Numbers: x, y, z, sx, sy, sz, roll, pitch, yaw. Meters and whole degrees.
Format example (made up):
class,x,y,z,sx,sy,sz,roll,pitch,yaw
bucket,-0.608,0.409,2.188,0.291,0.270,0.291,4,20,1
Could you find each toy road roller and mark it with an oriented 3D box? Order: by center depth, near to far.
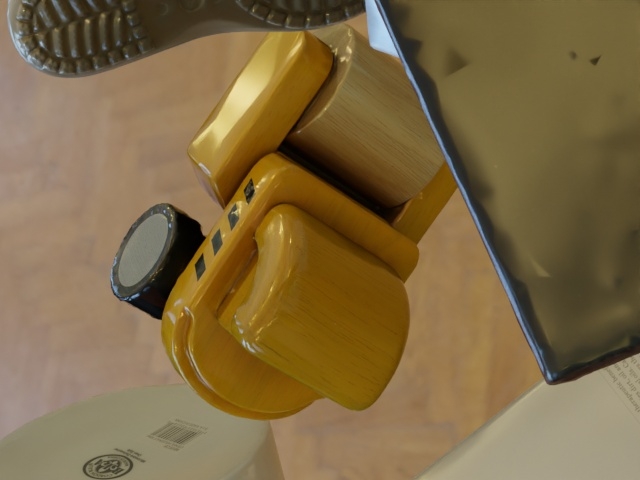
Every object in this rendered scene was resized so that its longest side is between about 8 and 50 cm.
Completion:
class,x,y,z,sx,sy,sz,roll,pitch,yaw
toy road roller,0.000,0.000,1.428,0.329,0.202,0.240,-56,30,3

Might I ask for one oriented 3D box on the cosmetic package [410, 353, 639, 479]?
class,x,y,z,sx,sy,sz,roll,pitch,yaw
cosmetic package,0.216,0.227,1.427,0.365,0.155,0.197,-38,69,9

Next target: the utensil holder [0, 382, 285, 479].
class,x,y,z,sx,sy,sz,roll,pitch,yaw
utensil holder,-0.165,0.380,1.700,0.327,0.327,0.385,14,121,50

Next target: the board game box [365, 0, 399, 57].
class,x,y,z,sx,sy,sz,roll,pitch,yaw
board game box,0.132,-0.303,0.924,0.066,0.318,0.318,25,51,31

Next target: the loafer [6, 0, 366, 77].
class,x,y,z,sx,sy,sz,roll,pitch,yaw
loafer,-0.066,-0.176,1.026,0.092,0.268,0.102,-128,29,-50

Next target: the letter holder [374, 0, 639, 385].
class,x,y,z,sx,sy,sz,roll,pitch,yaw
letter holder,0.194,-0.097,0.606,0.302,0.214,0.152,-23,97,14
